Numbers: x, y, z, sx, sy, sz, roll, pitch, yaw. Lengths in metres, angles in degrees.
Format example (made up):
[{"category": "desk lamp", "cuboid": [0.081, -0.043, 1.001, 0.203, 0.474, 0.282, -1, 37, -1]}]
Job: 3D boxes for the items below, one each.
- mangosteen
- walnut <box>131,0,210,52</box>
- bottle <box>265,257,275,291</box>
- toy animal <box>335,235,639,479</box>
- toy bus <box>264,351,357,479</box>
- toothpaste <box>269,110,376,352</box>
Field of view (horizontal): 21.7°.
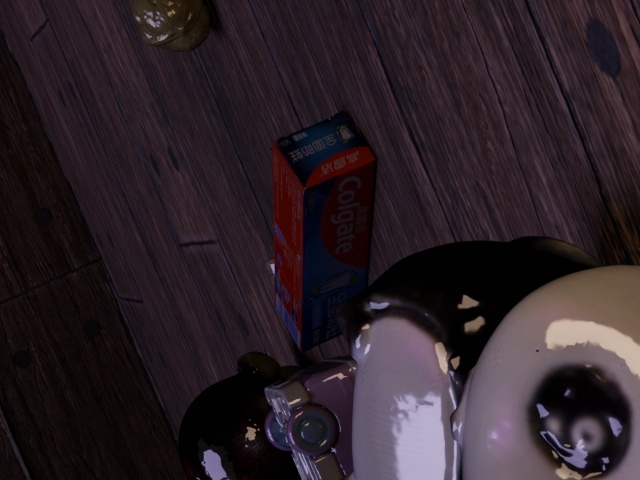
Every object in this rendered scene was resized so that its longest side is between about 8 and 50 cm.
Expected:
[{"category": "mangosteen", "cuboid": [-0.073, 0.250, 2.032, 0.210, 0.210, 0.210, 58, 164, 28]}, {"category": "walnut", "cuboid": [-0.159, -0.241, 1.788, 0.092, 0.092, 0.092, 58, 164, 28]}, {"category": "bottle", "cuboid": [-0.027, 0.061, 1.869, 0.045, 0.045, 0.096, 165, 83, -76]}, {"category": "toy animal", "cuboid": [0.159, 0.120, 0.961, 0.310, 0.251, 0.251, 22, 136, 55]}, {"category": "toy bus", "cuboid": [0.041, 0.216, 1.673, 0.202, 0.142, 0.142, 67, 166, -2]}, {"category": "toothpaste", "cuboid": [0.001, 0.000, 1.606, 0.066, 0.076, 0.320, 59, 165, 26]}]
